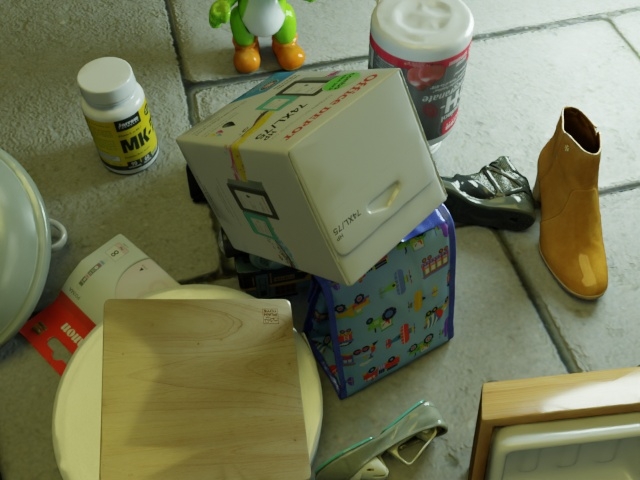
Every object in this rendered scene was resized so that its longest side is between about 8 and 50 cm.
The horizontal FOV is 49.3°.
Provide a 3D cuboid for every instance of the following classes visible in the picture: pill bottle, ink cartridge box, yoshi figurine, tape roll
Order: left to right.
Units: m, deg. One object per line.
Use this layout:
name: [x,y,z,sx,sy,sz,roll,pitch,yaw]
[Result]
ink cartridge box: [-0.365,0.117,1.171,0.189,0.066,0.232,37,58,24]
pill bottle: [-0.386,-0.237,1.332,0.119,0.208,0.119,-1,54,1]
tape roll: [-0.188,0.250,1.029,0.392,0.072,0.392,1,61,-2]
yoshi figurine: [-0.113,-0.493,1.422,0.203,0.362,0.203,29,59,19]
ink cartridge box: [-0.014,-0.095,0.929,0.198,0.197,0.270,-40,31,-26]
pill bottle: [0.173,-0.283,1.291,0.176,0.318,0.176,-1,54,1]

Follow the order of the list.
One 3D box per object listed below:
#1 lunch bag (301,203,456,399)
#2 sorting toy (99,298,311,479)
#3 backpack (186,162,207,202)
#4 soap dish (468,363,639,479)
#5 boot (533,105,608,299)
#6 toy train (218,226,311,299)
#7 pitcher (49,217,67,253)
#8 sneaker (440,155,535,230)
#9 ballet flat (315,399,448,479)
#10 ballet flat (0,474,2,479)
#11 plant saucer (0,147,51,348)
lunch bag: [0.093,0.079,1.043,0.221,0.293,0.138,-26,58,-17]
sorting toy: [-0.161,0.212,0.939,0.257,0.089,0.255,2,58,-17]
backpack: [-0.183,-0.133,1.323,0.120,0.098,0.101,6,51,6]
soap dish: [0.342,0.281,0.947,0.291,0.229,0.118,-5,37,-3]
boot: [0.441,-0.069,1.198,0.104,0.211,0.295,-6,54,-3]
toy train: [0.000,0.000,1.166,0.334,0.190,0.142,-11,55,-8]
pitcher: [-0.573,-0.013,1.232,0.207,0.125,0.178,37,55,13]
sneaker: [0.287,-0.100,1.303,0.228,0.087,0.130,10,53,4]
ballet flat: [0.095,0.308,1.014,0.213,0.072,0.068,-27,62,-19]
ballet flat: [-0.529,0.300,1.011,0.095,0.096,0.280,-19,56,-14]
plant saucer: [-0.638,0.013,1.110,0.401,0.100,0.400,-1,82,7]
